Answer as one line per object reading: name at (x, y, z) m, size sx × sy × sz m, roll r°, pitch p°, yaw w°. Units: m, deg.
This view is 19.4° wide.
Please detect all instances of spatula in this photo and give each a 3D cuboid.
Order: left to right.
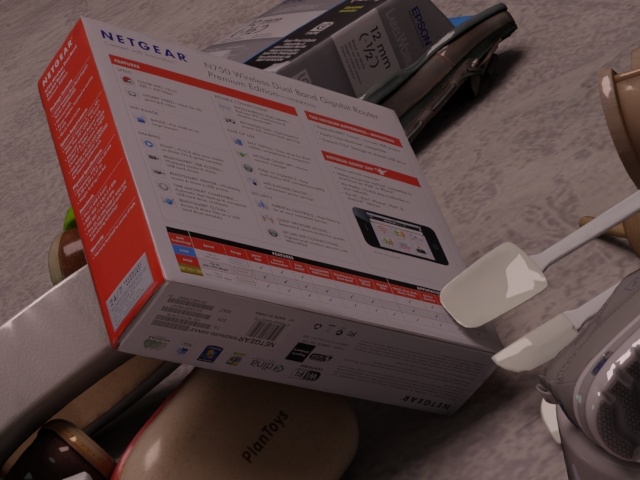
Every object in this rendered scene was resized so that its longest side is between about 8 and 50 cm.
spatula at (0.235, 0.039, 1.505) m, size 0.242 × 0.019 × 0.168 m, roll -32°, pitch 59°, yaw -15°

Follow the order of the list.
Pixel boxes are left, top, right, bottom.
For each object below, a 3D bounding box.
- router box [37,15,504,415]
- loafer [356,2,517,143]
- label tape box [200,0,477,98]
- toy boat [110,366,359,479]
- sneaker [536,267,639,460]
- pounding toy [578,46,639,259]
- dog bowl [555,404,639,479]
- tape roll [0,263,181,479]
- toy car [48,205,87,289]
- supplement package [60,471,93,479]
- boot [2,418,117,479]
router box at (-0.040, -0.018, 1.534) m, size 0.082 × 0.335 × 0.301 m, roll -52°, pitch 41°, yaw 31°
loafer at (0.132, -0.170, 2.104) m, size 0.267 × 0.084 × 0.096 m, roll -36°, pitch -6°, yaw -28°
label tape box at (0.012, -0.230, 2.255) m, size 0.347 × 0.115 × 0.249 m, roll -37°, pitch 23°, yaw -30°
toy boat at (-0.084, 0.194, 1.525) m, size 0.231 × 0.151 × 0.151 m, roll -49°, pitch 1°, yaw -41°
sneaker at (0.256, 0.025, 1.257) m, size 0.281 × 0.105 × 0.115 m, roll -36°, pitch 25°, yaw -17°
pounding toy at (0.280, -0.100, 1.680) m, size 0.155 × 0.154 × 0.269 m, roll -17°, pitch 25°, yaw 22°
dog bowl at (0.320, 0.103, 1.291) m, size 0.349 × 0.102 × 0.349 m, roll -23°, pitch 23°, yaw 10°
tape roll at (-0.220, 0.117, 1.633) m, size 0.392 × 0.072 × 0.392 m, roll -38°, pitch -7°, yaw -6°
toy car at (-0.164, 0.034, 1.879) m, size 0.188 × 0.149 × 0.155 m, roll -16°, pitch 40°, yaw 19°
supplement package at (-0.250, 0.328, 1.308) m, size 0.262 × 0.199 × 0.198 m, roll -20°, pitch 24°, yaw 16°
boot at (-0.262, 0.259, 1.525) m, size 0.207 × 0.090 × 0.248 m, roll -47°, pitch -3°, yaw -28°
